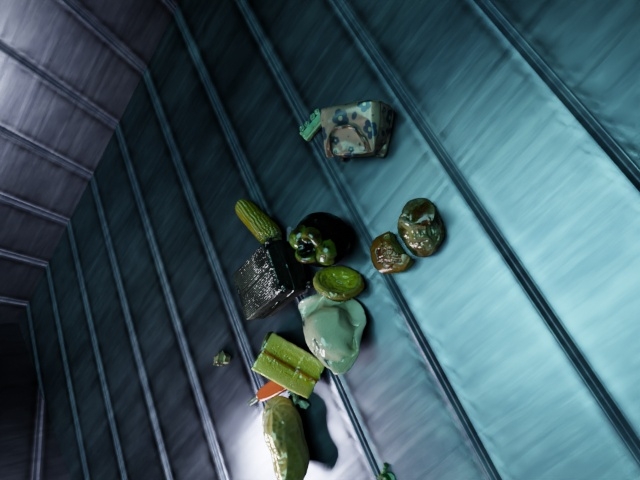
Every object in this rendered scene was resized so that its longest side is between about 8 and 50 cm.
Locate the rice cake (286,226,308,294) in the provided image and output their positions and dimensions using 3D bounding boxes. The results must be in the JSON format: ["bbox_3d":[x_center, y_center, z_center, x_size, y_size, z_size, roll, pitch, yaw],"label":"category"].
[{"bbox_3d":[-0.097,0.084,1.705,0.081,0.051,0.291,-10,80,33],"label":"rice cake"}]

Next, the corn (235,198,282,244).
[{"bbox_3d":[-0.276,-0.079,1.816,0.305,0.106,0.106,42,108,35],"label":"corn"}]

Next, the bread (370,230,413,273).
[{"bbox_3d":[0.244,0.054,1.455,0.125,0.086,0.156,-48,61,22],"label":"bread"}]

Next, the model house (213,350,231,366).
[{"bbox_3d":[-0.451,0.538,1.900,0.083,0.057,0.058,-42,35,44],"label":"model house"}]

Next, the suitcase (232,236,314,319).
[{"bbox_3d":[-0.201,0.162,1.672,0.335,0.152,0.230,-42,60,42],"label":"suitcase"}]

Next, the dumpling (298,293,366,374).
[{"bbox_3d":[0.061,0.328,1.527,0.242,0.187,0.318,-31,59,-8],"label":"dumpling"}]

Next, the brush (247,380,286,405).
[{"bbox_3d":[-0.195,0.614,1.712,0.323,0.051,0.070,-39,67,24],"label":"brush"}]

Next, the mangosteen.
[{"bbox_3d":[0.000,0.000,1.539,0.242,0.242,0.243,-4,82,34],"label":"mangosteen"}]

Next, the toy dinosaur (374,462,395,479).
[{"bbox_3d":[0.232,0.830,1.416,0.060,0.029,0.120,-34,68,9],"label":"toy dinosaur"}]

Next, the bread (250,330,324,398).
[{"bbox_3d":[-0.129,0.499,1.656,0.263,0.163,0.168,29,76,6],"label":"bread"}]

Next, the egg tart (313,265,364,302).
[{"bbox_3d":[0.068,0.168,1.531,0.191,0.191,0.074,25,130,34],"label":"egg tart"}]

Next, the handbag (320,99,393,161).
[{"bbox_3d":[0.132,-0.400,1.532,0.251,0.190,0.194,2,96,30],"label":"handbag"}]

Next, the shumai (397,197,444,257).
[{"bbox_3d":[0.323,-0.054,1.381,0.161,0.153,0.210,-7,78,26],"label":"shumai"}]

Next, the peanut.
[{"bbox_3d":[-0.129,0.770,1.586,0.158,0.174,0.340,-18,74,-15],"label":"peanut"}]

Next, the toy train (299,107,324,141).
[{"bbox_3d":[-0.027,-0.488,1.730,0.148,0.038,0.071,-46,65,21],"label":"toy train"}]

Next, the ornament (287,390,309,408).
[{"bbox_3d":[-0.092,0.628,1.639,0.092,0.068,0.041,45,81,-10],"label":"ornament"}]
